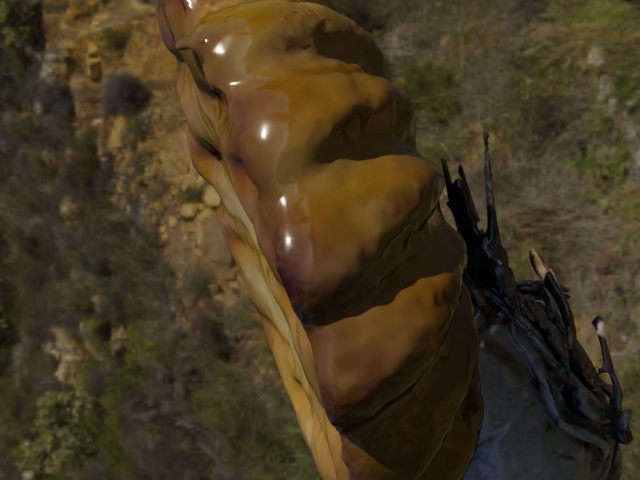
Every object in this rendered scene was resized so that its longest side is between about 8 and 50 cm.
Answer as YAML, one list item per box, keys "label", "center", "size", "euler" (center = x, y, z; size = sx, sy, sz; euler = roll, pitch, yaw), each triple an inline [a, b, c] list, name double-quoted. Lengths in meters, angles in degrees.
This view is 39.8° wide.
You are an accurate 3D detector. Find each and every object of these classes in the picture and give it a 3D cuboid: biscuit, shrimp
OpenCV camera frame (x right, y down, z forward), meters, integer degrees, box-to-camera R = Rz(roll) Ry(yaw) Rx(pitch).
- label: "biscuit"
  center: [0.000, 0.000, 0.494]
  size: [0.326, 0.107, 0.325]
  euler: [162, 90, -83]
- label: "shrimp"
  center: [0.131, 0.080, 0.583]
  size: [0.116, 0.145, 0.343]
  euler: [30, 145, 61]
